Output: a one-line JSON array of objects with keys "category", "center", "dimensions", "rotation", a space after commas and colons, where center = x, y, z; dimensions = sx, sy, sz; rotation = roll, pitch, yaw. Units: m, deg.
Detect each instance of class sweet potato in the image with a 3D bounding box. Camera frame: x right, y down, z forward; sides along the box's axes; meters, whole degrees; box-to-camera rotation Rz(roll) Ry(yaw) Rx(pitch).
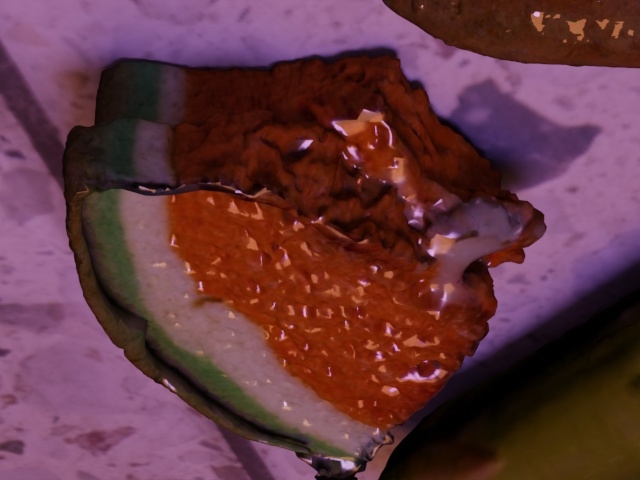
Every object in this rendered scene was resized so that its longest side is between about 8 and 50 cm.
[{"category": "sweet potato", "center": [0.206, -0.097, 0.763], "dimensions": [0.346, 0.079, 0.108], "rotation": [12, 170, -15]}]

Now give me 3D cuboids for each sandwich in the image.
[{"category": "sandwich", "center": [-0.014, 0.000, 0.873], "dimensions": [0.212, 0.109, 0.292], "rotation": [-34, 133, 29]}]

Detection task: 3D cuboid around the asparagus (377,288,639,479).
[{"category": "asparagus", "center": [0.171, 0.092, 0.972], "dimensions": [0.382, 0.128, 0.108], "rotation": [-39, 86, 39]}]
